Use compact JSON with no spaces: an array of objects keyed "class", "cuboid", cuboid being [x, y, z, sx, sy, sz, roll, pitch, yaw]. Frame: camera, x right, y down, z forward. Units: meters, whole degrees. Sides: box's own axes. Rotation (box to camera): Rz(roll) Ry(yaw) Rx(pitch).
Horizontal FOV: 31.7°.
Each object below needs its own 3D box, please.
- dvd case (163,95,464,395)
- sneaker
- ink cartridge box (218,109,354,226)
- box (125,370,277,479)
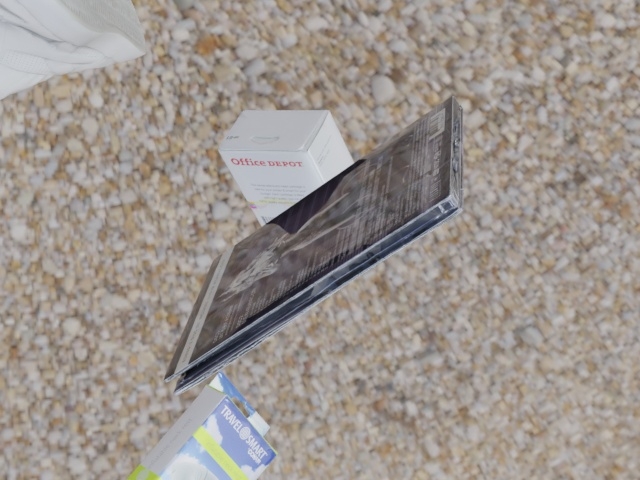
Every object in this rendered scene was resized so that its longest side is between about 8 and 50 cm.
[{"class":"dvd case","cuboid":[0.000,0.000,0.736,0.221,0.164,0.018,-33,109,21]},{"class":"sneaker","cuboid":[-0.249,-0.167,0.838,0.169,0.108,0.292,-18,171,5]},{"class":"ink cartridge box","cuboid":[-0.017,-0.048,0.931,0.089,0.052,0.122,4,141,32]},{"class":"box","cuboid":[-0.122,0.234,1.149,0.178,0.042,0.109,-49,127,-20]}]
